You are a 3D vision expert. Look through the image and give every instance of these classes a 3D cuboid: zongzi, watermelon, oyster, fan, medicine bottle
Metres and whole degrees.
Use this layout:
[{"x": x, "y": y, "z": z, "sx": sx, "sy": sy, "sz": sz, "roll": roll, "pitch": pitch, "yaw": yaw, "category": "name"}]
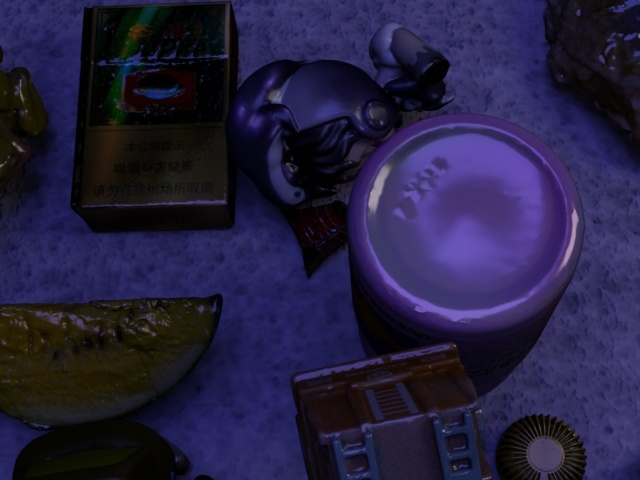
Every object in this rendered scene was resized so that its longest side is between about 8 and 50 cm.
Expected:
[{"x": 0.000, "y": 0.000, "z": 1.031, "sx": 0.083, "sy": 0.067, "sz": 0.073, "roll": -6, "pitch": 80, "yaw": 20, "category": "zongzi"}, {"x": -0.234, "y": 0.095, "z": 0.946, "sx": 0.301, "sy": 0.129, "sz": 0.123, "roll": -2, "pitch": 40, "yaw": 2, "category": "watermelon"}, {"x": 0.319, "y": -0.226, "z": 1.060, "sx": 0.166, "sy": 0.110, "sz": 0.341, "roll": -9, "pitch": 69, "yaw": -2, "category": "oyster"}, {"x": 0.201, "y": 0.235, "z": 0.933, "sx": 0.082, "sy": 0.039, "sz": 0.155, "roll": 5, "pitch": 71, "yaw": 4, "category": "fan"}, {"x": 0.113, "y": 0.031, "z": 0.878, "sx": 0.178, "sy": 0.290, "sz": 0.178, "roll": -1, "pitch": 69, "yaw": 2, "category": "medicine bottle"}]

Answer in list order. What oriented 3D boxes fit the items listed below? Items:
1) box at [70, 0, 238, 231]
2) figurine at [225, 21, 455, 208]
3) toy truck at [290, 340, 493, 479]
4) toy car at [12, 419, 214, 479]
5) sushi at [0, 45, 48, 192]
[{"x": -0.167, "y": -0.131, "z": 1.069, "sx": 0.159, "sy": 0.071, "sz": 0.240, "roll": -3, "pitch": 69, "yaw": 4, "category": "box"}, {"x": 0.014, "y": -0.131, "z": 1.012, "sx": 0.222, "sy": 0.145, "sz": 0.145, "roll": -36, "pitch": 72, "yaw": -7, "category": "figurine"}, {"x": 0.070, "y": 0.237, "z": 0.690, "sx": 0.136, "sy": 0.162, "sz": 0.305, "roll": -11, "pitch": 96, "yaw": -3, "category": "toy truck"}, {"x": -0.189, "y": 0.270, "z": 0.853, "sx": 0.204, "sy": 0.198, "sz": 0.247, "roll": -7, "pitch": 70, "yaw": 0, "category": "toy car"}, {"x": -0.446, "y": -0.140, "z": 0.957, "sx": 0.285, "sy": 0.328, "sz": 0.328, "roll": -41, "pitch": 68, "yaw": -6, "category": "sushi"}]
